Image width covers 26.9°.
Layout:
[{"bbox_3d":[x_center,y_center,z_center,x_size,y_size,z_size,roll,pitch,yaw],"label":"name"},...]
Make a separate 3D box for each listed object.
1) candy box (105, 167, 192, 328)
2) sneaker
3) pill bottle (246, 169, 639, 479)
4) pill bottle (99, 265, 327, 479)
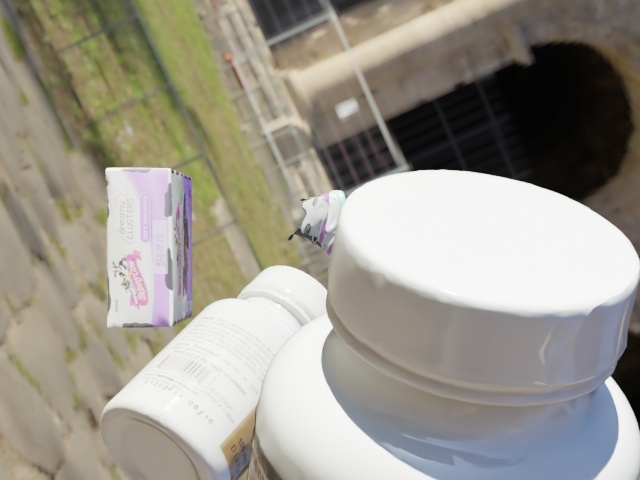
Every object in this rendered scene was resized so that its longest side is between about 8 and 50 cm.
[{"bbox_3d":[-0.182,0.008,1.440,0.196,0.070,0.164,-16,106,-89],"label":"candy box"},{"bbox_3d":[0.000,0.000,1.400,0.038,0.069,0.098,10,71,-84],"label":"sneaker"},{"bbox_3d":[0.050,0.137,0.635,0.176,0.176,0.318,-106,-157,-61],"label":"pill bottle"},{"bbox_3d":[-0.081,0.128,1.224,0.229,0.131,0.131,-46,120,-39],"label":"pill bottle"}]
